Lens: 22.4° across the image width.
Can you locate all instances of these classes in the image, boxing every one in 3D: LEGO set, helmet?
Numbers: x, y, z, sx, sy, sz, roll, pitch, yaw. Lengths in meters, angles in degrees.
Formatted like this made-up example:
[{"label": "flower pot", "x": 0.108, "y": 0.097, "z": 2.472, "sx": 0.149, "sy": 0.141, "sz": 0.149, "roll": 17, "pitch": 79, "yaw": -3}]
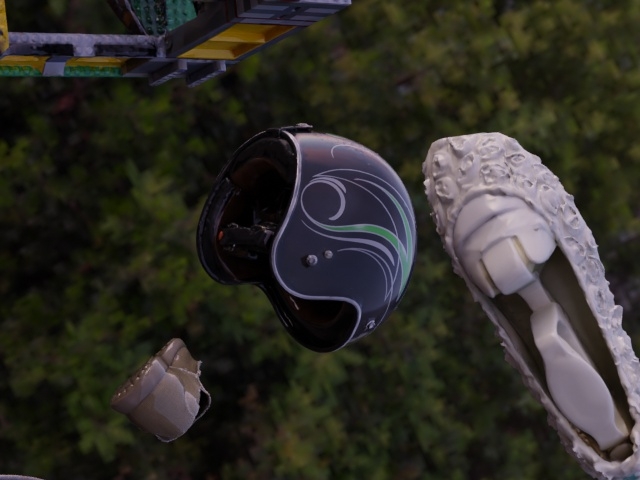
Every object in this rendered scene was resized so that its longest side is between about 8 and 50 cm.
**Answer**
[{"label": "LEGO set", "x": -0.112, "y": -0.220, "z": 0.805, "sx": 0.255, "sy": 0.192, "sz": 0.331, "roll": 8, "pitch": 78, "yaw": -30}, {"label": "helmet", "x": 0.000, "y": 0.000, "z": 1.312, "sx": 0.161, "sy": 0.169, "sz": 0.169, "roll": 27, "pitch": 39, "yaw": -35}]

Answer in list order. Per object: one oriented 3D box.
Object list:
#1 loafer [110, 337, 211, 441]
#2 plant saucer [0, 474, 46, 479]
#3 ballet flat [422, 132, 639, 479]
[{"label": "loafer", "x": -0.100, "y": 0.100, "z": 1.031, "sx": 0.050, "sy": 0.056, "sz": 0.148, "roll": 48, "pitch": 6, "yaw": -1}, {"label": "plant saucer", "x": -0.289, "y": 0.303, "z": 1.201, "sx": 0.050, "sy": 0.311, "sz": 0.310, "roll": 32, "pitch": -5, "yaw": 43}, {"label": "ballet flat", "x": 0.230, "y": 0.065, "z": 1.631, "sx": 0.409, "sy": 0.147, "sz": 0.147, "roll": 59, "pitch": 21, "yaw": 3}]
